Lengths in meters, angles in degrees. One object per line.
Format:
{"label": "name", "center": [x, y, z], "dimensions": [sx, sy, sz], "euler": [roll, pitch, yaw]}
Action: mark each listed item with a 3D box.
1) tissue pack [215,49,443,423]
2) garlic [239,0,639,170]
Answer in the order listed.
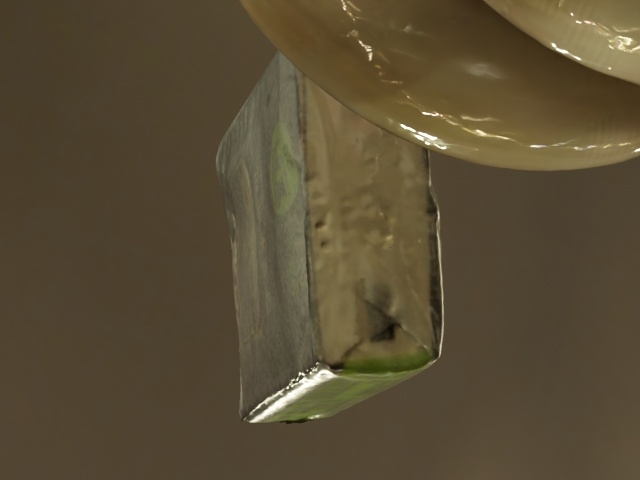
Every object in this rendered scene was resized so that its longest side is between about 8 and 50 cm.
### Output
{"label": "tissue pack", "center": [0.000, 0.000, 1.492], "dimensions": [0.124, 0.394, 0.288], "euler": [-2, -101, -12]}
{"label": "garlic", "center": [0.095, -0.159, 0.701], "dimensions": [0.340, 0.231, 0.246], "euler": [15, -97, -6]}
